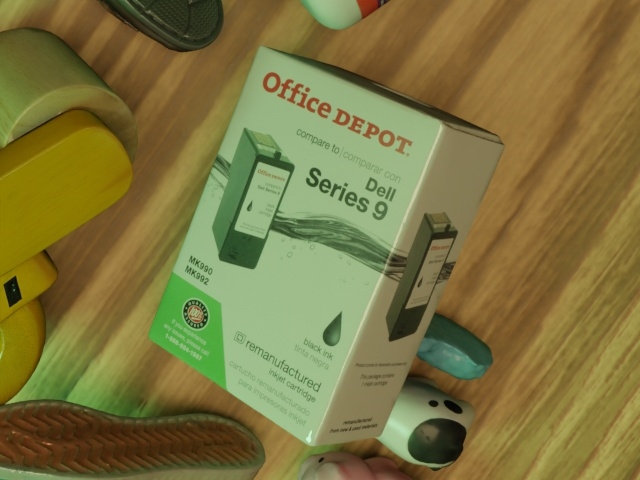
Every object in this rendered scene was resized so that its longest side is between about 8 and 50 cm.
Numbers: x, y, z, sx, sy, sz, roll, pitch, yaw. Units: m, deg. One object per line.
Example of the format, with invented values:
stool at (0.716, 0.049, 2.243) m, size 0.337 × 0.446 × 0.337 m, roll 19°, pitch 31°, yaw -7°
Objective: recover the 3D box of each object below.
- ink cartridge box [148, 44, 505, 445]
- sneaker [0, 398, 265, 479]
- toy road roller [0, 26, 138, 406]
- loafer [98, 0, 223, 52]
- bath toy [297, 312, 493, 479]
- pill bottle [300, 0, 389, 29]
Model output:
ink cartridge box at (0.000, 0.000, 0.976) m, size 0.211 × 0.121 × 0.289 m, roll 28°, pitch 101°, yaw 32°
sneaker at (-0.196, 0.227, 1.023) m, size 0.302 × 0.108 × 0.121 m, roll 12°, pitch 116°, yaw -37°
toy road roller at (-0.297, 0.000, 0.962) m, size 0.329 × 0.202 × 0.240 m, roll -36°, pitch 136°, yaw -10°
loafer at (-0.195, -0.271, 0.981) m, size 0.267 × 0.084 × 0.096 m, roll 47°, pitch 64°, yaw -16°
bath toy at (0.042, 0.237, 1.082) m, size 0.151 × 0.129 × 0.348 m, roll 23°, pitch 101°, yaw 25°
pill bottle at (0.091, -0.332, 0.928) m, size 0.323 × 0.181 × 0.181 m, roll -34°, pitch 103°, yaw 3°
